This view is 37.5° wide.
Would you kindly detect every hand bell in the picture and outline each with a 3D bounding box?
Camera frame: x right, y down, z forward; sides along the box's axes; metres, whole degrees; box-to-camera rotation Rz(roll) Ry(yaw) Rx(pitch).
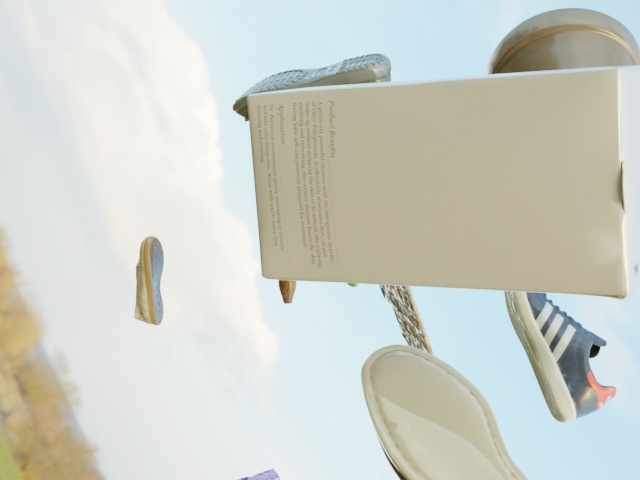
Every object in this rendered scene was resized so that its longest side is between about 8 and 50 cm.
[{"bbox_3d":[-0.070,0.015,2.013,0.126,0.126,0.242,-164,-109,-67],"label":"hand bell"}]

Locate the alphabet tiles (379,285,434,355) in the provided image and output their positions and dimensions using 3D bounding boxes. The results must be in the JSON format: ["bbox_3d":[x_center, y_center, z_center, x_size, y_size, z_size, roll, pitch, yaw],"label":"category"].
[{"bbox_3d":[0.131,0.095,1.610,0.198,0.009,0.237,-136,-156,-68],"label":"alphabet tiles"}]

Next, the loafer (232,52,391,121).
[{"bbox_3d":[-0.011,-0.198,1.352,0.251,0.094,0.087,-6,-64,27],"label":"loafer"}]

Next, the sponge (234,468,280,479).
[{"bbox_3d":[-0.133,0.338,1.039,0.031,0.210,0.117,-159,-122,-65],"label":"sponge"}]

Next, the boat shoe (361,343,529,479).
[{"bbox_3d":[0.145,0.237,0.903,0.324,0.117,0.096,47,-25,33],"label":"boat shoe"}]

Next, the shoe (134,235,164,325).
[{"bbox_3d":[-0.367,0.086,1.979,0.076,0.058,0.219,-66,163,-57],"label":"shoe"}]

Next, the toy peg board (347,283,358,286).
[{"bbox_3d":[0.000,0.000,1.410,0.161,0.161,0.079,55,-52,37],"label":"toy peg board"}]

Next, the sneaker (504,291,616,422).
[{"bbox_3d":[0.484,0.186,1.907,0.131,0.148,0.350,76,-4,-70],"label":"sneaker"}]

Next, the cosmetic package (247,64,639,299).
[{"bbox_3d":[0.124,-0.060,0.903,0.366,0.155,0.197,3,-79,29],"label":"cosmetic package"}]

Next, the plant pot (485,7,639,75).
[{"bbox_3d":[0.497,-0.253,1.877,0.280,0.323,0.323,-84,169,-47],"label":"plant pot"}]
